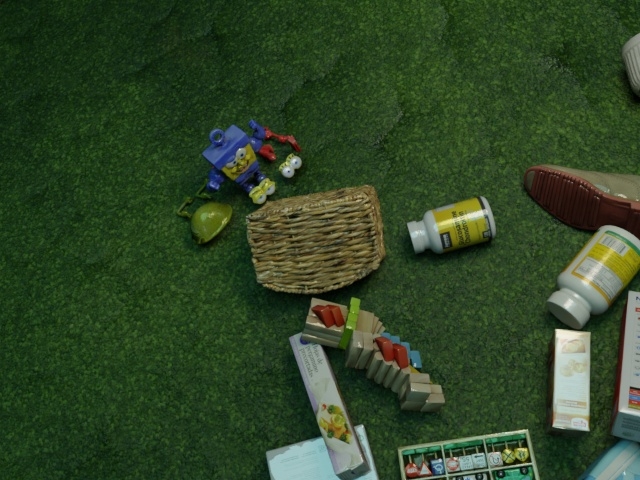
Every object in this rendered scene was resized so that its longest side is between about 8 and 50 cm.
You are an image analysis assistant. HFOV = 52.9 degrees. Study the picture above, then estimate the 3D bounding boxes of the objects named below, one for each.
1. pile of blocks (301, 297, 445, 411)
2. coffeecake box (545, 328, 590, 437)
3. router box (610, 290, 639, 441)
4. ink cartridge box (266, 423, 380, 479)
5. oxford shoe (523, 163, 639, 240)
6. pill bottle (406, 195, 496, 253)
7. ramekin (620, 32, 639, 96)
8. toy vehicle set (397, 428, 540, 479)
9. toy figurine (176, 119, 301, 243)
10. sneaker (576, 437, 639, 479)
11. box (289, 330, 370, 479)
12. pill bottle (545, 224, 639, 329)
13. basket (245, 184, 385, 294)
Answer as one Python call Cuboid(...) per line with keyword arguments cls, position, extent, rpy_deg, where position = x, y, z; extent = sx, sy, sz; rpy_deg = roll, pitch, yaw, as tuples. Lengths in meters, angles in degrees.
Cuboid(cls="pile of blocks", position=(0.123, 0.213, 1.363), extent=(0.362, 0.112, 0.149), rpy_deg=(33, 50, 15))
Cuboid(cls="coffeecake box", position=(0.484, 0.283, 1.262), extent=(0.068, 0.142, 0.185), rpy_deg=(4, 69, 15))
Cuboid(cls="router box", position=(0.727, 0.253, 1.173), extent=(0.336, 0.082, 0.301), rpy_deg=(10, 45, 22))
Cuboid(cls="ink cartridge box", position=(0.016, 0.519, 1.326), extent=(0.223, 0.045, 0.224), rpy_deg=(-17, 65, 5))
Cuboid(cls="oxford shoe", position=(0.624, -0.095, 1.413), extent=(0.348, 0.123, 0.130), rpy_deg=(28, 53, 26))
Cuboid(cls="pill bottle", position=(0.293, -0.029, 1.453), extent=(0.184, 0.103, 0.103), rpy_deg=(-16, 66, 6))
Cuboid(cls="ramekin", position=(0.790, -0.395, 1.438), extent=(0.207, 0.207, 0.109), rpy_deg=(-4, 77, 11))
Cuboid(cls="toy vehicle set", position=(0.298, 0.481, 1.284), extent=(0.267, 0.035, 0.166), rpy_deg=(-11, 66, 8))
Cuboid(cls="toy figurine", position=(-0.241, -0.190, 1.563), extent=(0.362, 0.217, 0.191), rpy_deg=(-42, 56, -5))
Cuboid(cls="sneaker", position=(0.530, 0.517, 1.136), extent=(0.319, 0.127, 0.208), rpy_deg=(-35, 66, -22))
Cuboid(cls="box", position=(0.015, 0.338, 1.356), extent=(0.063, 0.067, 0.324), rpy_deg=(-23, 53, 1))
Cuboid(cls="pill bottle", position=(0.570, 0.079, 1.339), extent=(0.117, 0.117, 0.208), rpy_deg=(39, 81, 23))
Cuboid(cls="basket", position=(0.000, 0.000, 1.515), extent=(0.299, 0.223, 0.213), rpy_deg=(-10, 99, 9))
